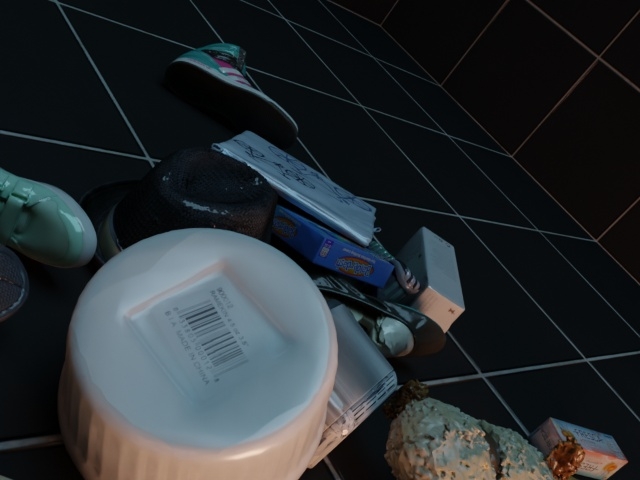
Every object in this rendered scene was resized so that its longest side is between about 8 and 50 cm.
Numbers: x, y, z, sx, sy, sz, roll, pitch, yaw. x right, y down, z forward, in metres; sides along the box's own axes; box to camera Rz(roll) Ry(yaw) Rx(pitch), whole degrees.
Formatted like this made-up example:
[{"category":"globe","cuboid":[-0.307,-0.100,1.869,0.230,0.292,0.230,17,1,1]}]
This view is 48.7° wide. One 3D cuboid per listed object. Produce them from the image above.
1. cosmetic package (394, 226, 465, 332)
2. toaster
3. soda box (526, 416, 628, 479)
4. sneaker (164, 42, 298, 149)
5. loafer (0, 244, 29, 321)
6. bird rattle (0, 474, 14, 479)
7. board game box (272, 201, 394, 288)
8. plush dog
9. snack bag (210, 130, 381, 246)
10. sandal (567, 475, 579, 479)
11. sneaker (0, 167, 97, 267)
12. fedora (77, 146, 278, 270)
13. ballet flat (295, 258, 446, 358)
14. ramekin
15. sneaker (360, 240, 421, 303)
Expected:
[{"category":"cosmetic package","cuboid":[0.189,0.083,1.299,0.085,0.117,0.231,32,25,-10]},{"category":"toaster","cuboid":[-0.005,0.176,0.878,0.146,0.129,0.227,47,27,13]},{"category":"soda box","cuboid":[0.446,0.363,1.225,0.183,0.063,0.058,22,29,-31]},{"category":"sneaker","cuboid":[-0.170,-0.317,1.503,0.295,0.124,0.178,31,36,-12]},{"category":"loafer","cuboid":[-0.406,0.071,0.606,0.302,0.095,0.109,-14,87,-54]},{"category":"bird rattle","cuboid":[-0.268,0.245,0.486,0.253,0.143,0.207,15,20,-16]},{"category":"board game box","cuboid":[0.000,0.000,1.177,0.160,0.047,0.210,22,9,-38]},{"category":"plush dog","cuboid":[0.173,0.276,0.831,0.225,0.210,0.262,30,27,-29]},{"category":"snack bag","cuboid":[-0.032,-0.096,1.304,0.323,0.037,0.342,32,13,-3]},{"category":"sandal","cuboid":[0.403,0.409,1.109,0.180,0.049,0.072,48,27,20]},{"category":"sneaker","cuboid":[-0.382,-0.031,0.770,0.256,0.094,0.151,30,19,6]},{"category":"fedora","cuboid":[-0.160,-0.029,0.989,0.334,0.152,0.334,30,27,-17]},{"category":"ballet flat","cuboid":[0.062,0.129,1.099,0.280,0.095,0.096,25,36,-2]},{"category":"ramekin","cuboid":[-0.115,0.120,0.693,0.277,0.135,0.277,8,51,-10]},{"category":"sneaker","cuboid":[0.095,0.066,1.261,0.083,0.098,0.223,50,-2,-14]}]
